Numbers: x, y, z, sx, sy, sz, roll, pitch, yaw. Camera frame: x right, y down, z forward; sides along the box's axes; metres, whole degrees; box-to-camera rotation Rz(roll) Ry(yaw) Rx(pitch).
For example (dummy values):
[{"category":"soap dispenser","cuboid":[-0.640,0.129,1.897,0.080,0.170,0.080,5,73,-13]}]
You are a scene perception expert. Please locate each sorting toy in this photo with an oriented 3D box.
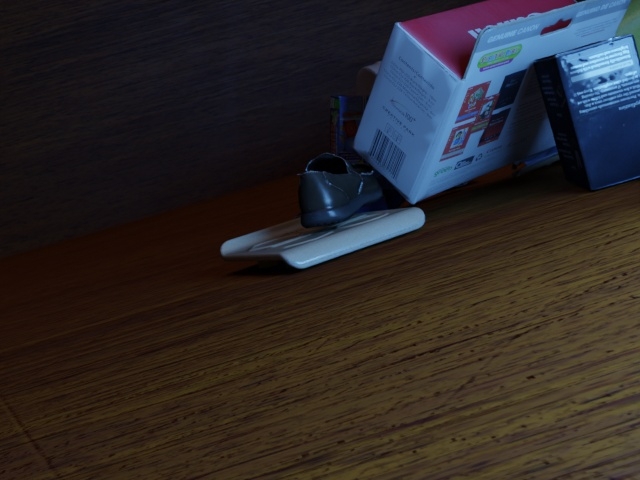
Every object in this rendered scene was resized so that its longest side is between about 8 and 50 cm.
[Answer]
[{"category":"sorting toy","cuboid":[0.000,0.000,1.364,0.193,0.038,0.208,-19,12,-26]}]

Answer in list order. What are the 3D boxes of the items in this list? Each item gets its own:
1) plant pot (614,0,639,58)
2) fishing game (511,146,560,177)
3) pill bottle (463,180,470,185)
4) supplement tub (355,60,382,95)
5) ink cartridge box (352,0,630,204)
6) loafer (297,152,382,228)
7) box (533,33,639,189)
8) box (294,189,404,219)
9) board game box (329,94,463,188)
[{"category":"plant pot","cuboid":[0.561,-0.308,1.800,0.254,0.276,0.276,-26,4,15]},{"category":"fishing game","cuboid":[0.378,-0.143,1.664,0.189,0.041,0.264,-21,9,28]},{"category":"pill bottle","cuboid":[0.195,-0.117,1.733,0.067,0.067,0.120,-17,7,-11]},{"category":"supplement tub","cuboid":[0.252,-0.248,1.956,0.331,0.241,0.241,-18,7,-16]},{"category":"ink cartridge box","cuboid":[0.226,-0.224,1.447,0.309,0.130,0.271,-22,-34,-37]},{"category":"loafer","cuboid":[0.025,-0.076,1.403,0.080,0.078,0.220,-10,10,15]},{"category":"box","cuboid":[0.322,-0.149,1.292,0.093,0.158,0.156,-16,7,4]},{"category":"box","cuboid":[0.045,-0.047,1.646,0.136,0.036,0.225,-14,8,14]},{"category":"board game box","cuboid":[0.112,-0.142,1.597,0.201,0.136,0.035,-3,11,-21]}]
